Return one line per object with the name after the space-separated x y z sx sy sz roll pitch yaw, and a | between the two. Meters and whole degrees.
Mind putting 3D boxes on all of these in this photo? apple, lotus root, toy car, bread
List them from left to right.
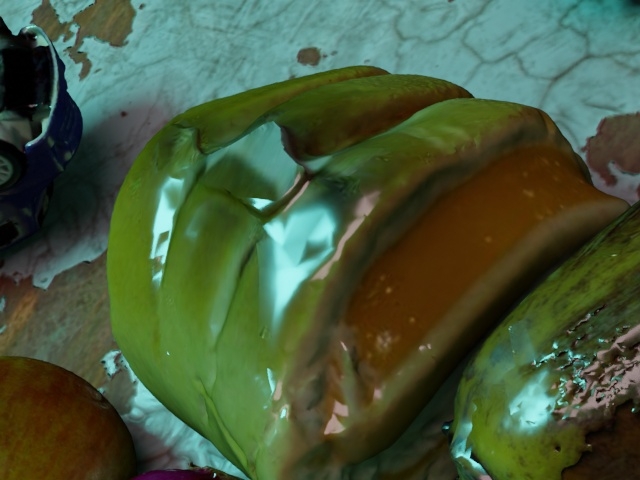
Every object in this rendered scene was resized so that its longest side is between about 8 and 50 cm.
-0.304 -0.073 1.213 0.235 0.158 0.172 -21 52 12 | toy car
-0.231 0.168 1.032 0.195 0.160 0.173 -10 33 15 | apple
0.000 0.000 0.947 0.300 0.210 0.341 -41 35 -10 | bread
0.249 0.045 0.804 0.397 0.196 0.179 -33 38 -8 | lotus root

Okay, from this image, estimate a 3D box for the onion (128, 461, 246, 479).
-0.096 0.238 0.910 0.173 0.135 0.198 3 63 35 | onion
